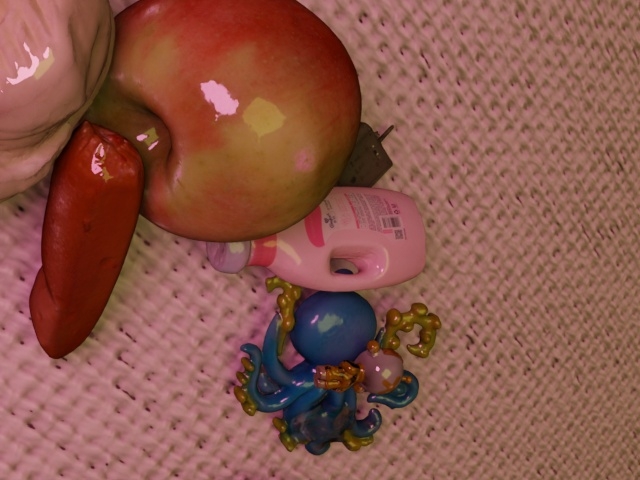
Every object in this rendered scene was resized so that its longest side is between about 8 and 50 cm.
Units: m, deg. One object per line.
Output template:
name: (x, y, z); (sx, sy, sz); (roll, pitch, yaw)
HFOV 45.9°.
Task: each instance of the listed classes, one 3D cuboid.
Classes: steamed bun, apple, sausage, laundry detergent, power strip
steamed bun: (-0.377, -0.185, 0.749); (0.339, 0.247, 0.352); (39, 84, 8)
apple: (-0.109, -0.159, 0.914); (0.277, 0.319, 0.319); (-37, 121, -44)
sausage: (-0.277, 0.012, 0.880); (0.094, 0.097, 0.348); (-3, 137, -33)
laundry detergent: (0.000, 0.000, 1.098); (0.335, 0.088, 0.159); (-4, 76, -32)
power strip: (0.028, -0.091, 1.179); (0.268, 0.034, 0.092); (-46, 122, -15)

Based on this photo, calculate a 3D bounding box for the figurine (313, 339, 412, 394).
figurine: (0.064, 0.198, 1.148); (0.143, 0.068, 0.101); (21, 118, -34)

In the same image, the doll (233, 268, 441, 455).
doll: (0.018, 0.199, 1.225); (0.346, 0.099, 0.341); (2, 113, -27)
